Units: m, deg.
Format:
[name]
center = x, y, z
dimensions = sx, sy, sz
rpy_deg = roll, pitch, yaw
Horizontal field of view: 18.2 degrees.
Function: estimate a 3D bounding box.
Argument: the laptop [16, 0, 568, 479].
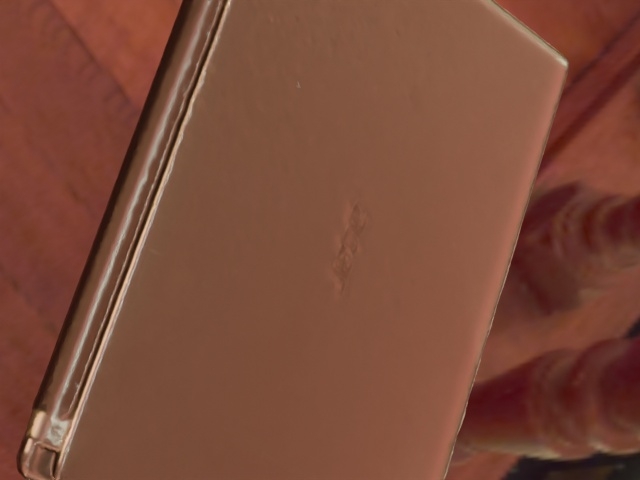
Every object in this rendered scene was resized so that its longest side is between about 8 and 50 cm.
[laptop]
center = 0.000, 0.000, 0.523
dimensions = 0.129, 0.016, 0.180
rpy_deg = 33, 68, -36
